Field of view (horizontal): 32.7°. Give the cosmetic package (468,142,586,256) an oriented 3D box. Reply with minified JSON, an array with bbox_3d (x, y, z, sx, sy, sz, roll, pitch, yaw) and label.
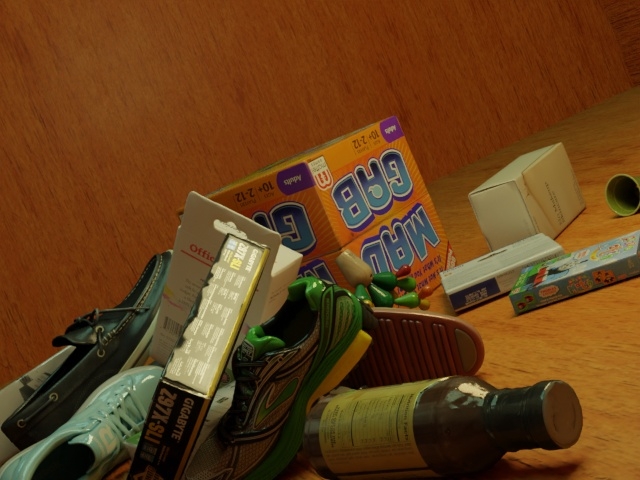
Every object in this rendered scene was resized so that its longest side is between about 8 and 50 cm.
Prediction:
[{"bbox_3d":[0.435,-0.082,2.264,0.113,0.160,0.309,-19,9,33],"label":"cosmetic package"}]

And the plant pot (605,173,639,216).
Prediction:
[{"bbox_3d":[0.615,-0.095,2.135,0.079,0.083,0.083,-13,-1,-38],"label":"plant pot"}]

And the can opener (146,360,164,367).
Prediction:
[{"bbox_3d":[-0.302,0.265,2.399,0.093,0.074,0.280,-17,9,40],"label":"can opener"}]

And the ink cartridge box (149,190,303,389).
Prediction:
[{"bbox_3d":[-0.163,0.089,1.947,0.207,0.353,0.119,27,28,19],"label":"ink cartridge box"}]

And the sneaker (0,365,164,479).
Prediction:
[{"bbox_3d":[-0.370,0.341,1.839,0.366,0.135,0.150,-40,15,-29],"label":"sneaker"}]

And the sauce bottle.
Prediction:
[{"bbox_3d":[0.130,0.209,1.212,0.344,0.111,0.111,-15,11,44],"label":"sauce bottle"}]

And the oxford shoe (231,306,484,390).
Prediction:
[{"bbox_3d":[0.064,0.152,1.614,0.397,0.141,0.146,-5,13,28],"label":"oxford shoe"}]

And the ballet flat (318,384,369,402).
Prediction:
[{"bbox_3d":[-0.003,0.245,1.549,0.203,0.074,0.074,-19,8,35],"label":"ballet flat"}]

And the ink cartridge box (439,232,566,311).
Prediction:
[{"bbox_3d":[0.332,0.056,2.003,0.223,0.045,0.224,-22,6,6],"label":"ink cartridge box"}]

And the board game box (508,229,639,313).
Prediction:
[{"bbox_3d":[0.421,0.050,1.772,0.211,0.039,0.160,-20,7,22],"label":"board game box"}]

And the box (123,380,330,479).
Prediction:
[{"bbox_3d":[-0.143,0.285,1.778,0.322,0.058,0.232,-25,7,-23],"label":"box"}]

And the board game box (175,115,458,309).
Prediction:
[{"bbox_3d":[0.000,0.000,2.239,0.356,0.356,0.356,-18,8,38],"label":"board game box"}]

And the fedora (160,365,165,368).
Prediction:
[{"bbox_3d":[-0.324,0.305,2.139,0.194,0.079,0.194,-21,6,2],"label":"fedora"}]

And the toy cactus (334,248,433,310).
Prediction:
[{"bbox_3d":[0.100,0.089,1.956,0.219,0.180,0.112,-39,-6,-42],"label":"toy cactus"}]

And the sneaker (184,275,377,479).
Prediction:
[{"bbox_3d":[-0.079,0.193,1.457,0.134,0.146,0.344,25,79,51],"label":"sneaker"}]

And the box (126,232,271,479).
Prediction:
[{"bbox_3d":[-0.175,0.184,1.560,0.322,0.079,0.257,-71,5,-52],"label":"box"}]

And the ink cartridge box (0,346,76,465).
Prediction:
[{"bbox_3d":[-0.552,0.323,2.236,0.307,0.129,0.223,-34,-3,-16],"label":"ink cartridge box"}]

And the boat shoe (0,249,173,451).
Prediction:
[{"bbox_3d":[-0.419,0.204,2.064,0.500,0.156,0.187,-58,14,-24],"label":"boat shoe"}]
